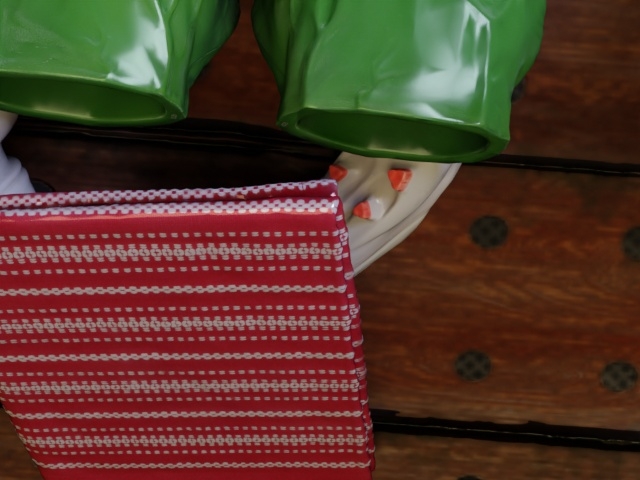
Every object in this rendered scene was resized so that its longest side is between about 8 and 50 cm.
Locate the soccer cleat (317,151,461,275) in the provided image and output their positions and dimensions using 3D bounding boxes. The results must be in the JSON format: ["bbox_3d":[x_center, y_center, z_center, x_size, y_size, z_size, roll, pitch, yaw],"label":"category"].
[{"bbox_3d":[0.000,0.000,0.781,0.196,0.076,0.068,-38,73,31],"label":"soccer cleat"}]

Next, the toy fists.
[{"bbox_3d":[-0.033,-0.121,0.691,0.279,0.096,0.142,7,78,0],"label":"toy fists"}]

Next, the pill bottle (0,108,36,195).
[{"bbox_3d":[-0.222,-0.089,0.715,0.124,0.124,0.222,-19,112,10],"label":"pill bottle"}]

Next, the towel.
[{"bbox_3d":[-0.075,0.058,0.754,0.198,0.031,0.275,-2,145,4],"label":"towel"}]
